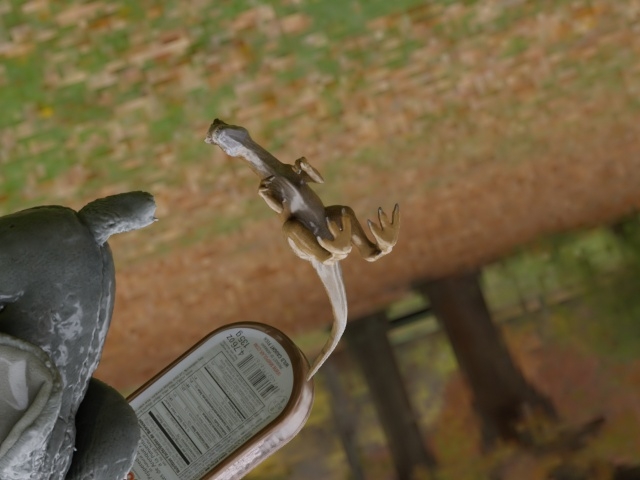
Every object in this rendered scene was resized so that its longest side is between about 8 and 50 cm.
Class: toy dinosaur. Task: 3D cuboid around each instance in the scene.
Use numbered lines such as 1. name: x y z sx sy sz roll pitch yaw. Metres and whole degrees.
1. toy dinosaur: 0.000 0.000 1.307 0.064 0.211 0.112 -40 -153 -27

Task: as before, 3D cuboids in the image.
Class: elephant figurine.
1. elephant figurine: -0.196 0.110 1.250 0.169 0.239 0.186 0 158 -34

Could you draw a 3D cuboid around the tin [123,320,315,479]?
1. tin: -0.092 0.140 1.556 0.189 0.106 0.040 -39 150 -4
